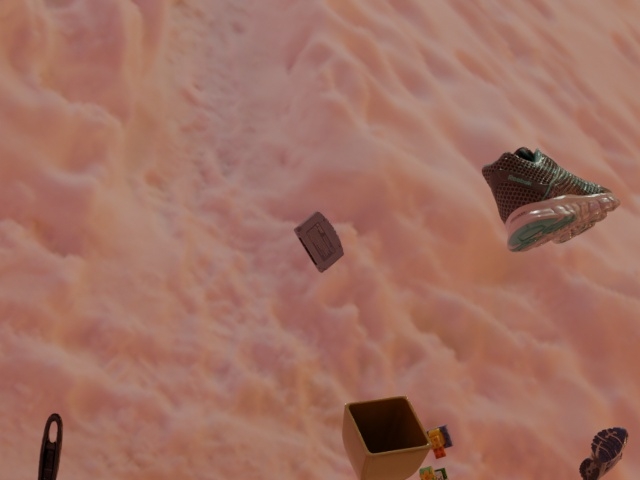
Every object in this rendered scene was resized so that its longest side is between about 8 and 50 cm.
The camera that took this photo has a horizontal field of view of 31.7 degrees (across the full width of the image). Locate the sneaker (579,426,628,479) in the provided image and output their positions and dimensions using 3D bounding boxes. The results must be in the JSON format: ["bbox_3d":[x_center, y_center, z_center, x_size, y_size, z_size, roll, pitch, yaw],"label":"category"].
[{"bbox_3d":[0.500,0.366,1.959,0.058,0.135,0.052,-14,52,-37],"label":"sneaker"}]

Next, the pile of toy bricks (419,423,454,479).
[{"bbox_3d":[0.159,0.351,1.528,0.105,0.118,0.212,-4,75,-70],"label":"pile of toy bricks"}]

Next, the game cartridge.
[{"bbox_3d":[0.000,0.000,1.691,0.056,0.017,0.083,-38,112,-20],"label":"game cartridge"}]

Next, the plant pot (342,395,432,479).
[{"bbox_3d":[0.070,0.242,1.306,0.081,0.083,0.081,-5,40,-21],"label":"plant pot"}]

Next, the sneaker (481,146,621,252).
[{"bbox_3d":[0.177,-0.040,0.864,0.166,0.065,0.076,-4,63,-60],"label":"sneaker"}]

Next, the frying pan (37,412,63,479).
[{"bbox_3d":[-0.390,0.434,1.655,0.197,0.326,0.053,31,13,-10],"label":"frying pan"}]
